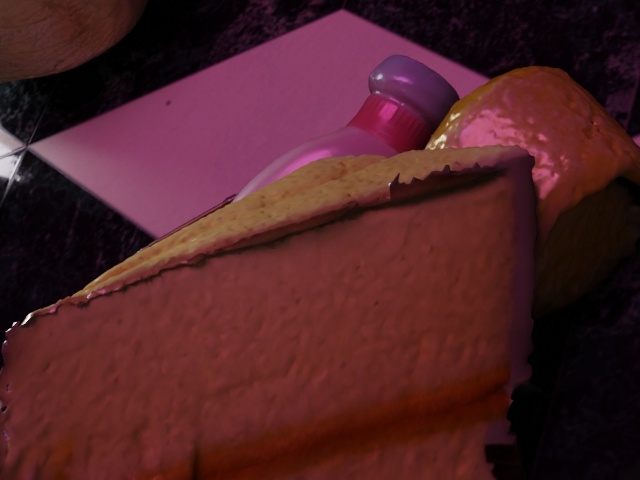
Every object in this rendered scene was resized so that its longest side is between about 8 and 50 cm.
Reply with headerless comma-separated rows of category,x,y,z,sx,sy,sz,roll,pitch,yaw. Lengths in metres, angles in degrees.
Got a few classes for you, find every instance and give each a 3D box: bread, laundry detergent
bread,0.164,-0.038,1.305,0.197,0.197,0.170,-43,60,-4
laundry detergent,0.000,0.000,1.363,0.335,0.159,0.088,-56,8,-9
bread,-0.043,0.144,1.148,0.242,0.346,0.405,5,18,39

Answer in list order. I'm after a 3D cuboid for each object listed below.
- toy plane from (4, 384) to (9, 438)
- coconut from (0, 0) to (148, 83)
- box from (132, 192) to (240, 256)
toy plane,-0.275,0.197,1.474,0.078,0.053,0.197,21,65,30
coconut,-0.332,-0.338,1.709,0.360,0.346,0.346,-14,51,31
box,-0.094,0.029,1.459,0.177,0.111,0.111,-28,47,8
